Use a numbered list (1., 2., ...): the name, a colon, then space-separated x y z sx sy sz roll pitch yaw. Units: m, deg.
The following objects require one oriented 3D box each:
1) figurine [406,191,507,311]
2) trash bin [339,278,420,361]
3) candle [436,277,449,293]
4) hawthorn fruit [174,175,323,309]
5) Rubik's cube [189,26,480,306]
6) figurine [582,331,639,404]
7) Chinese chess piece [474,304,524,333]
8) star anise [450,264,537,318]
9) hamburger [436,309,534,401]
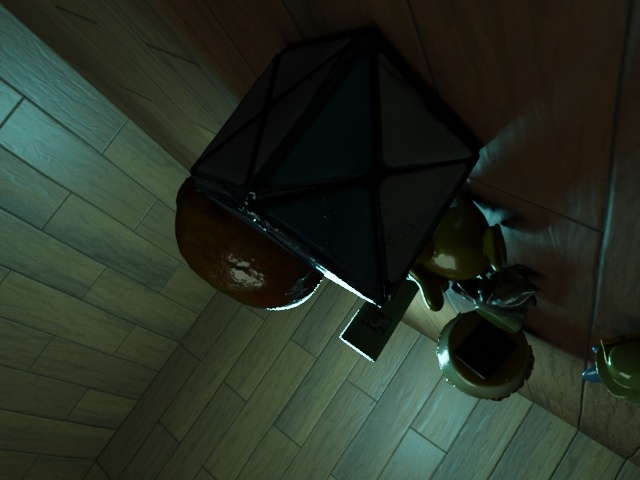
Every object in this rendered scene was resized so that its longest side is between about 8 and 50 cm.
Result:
1. figurine: 0.234 0.016 1.094 0.215 0.228 0.215 44 -157 -24
2. trash bin: 0.231 0.275 2.131 0.158 0.343 0.223 32 172 11
3. candle: 0.348 0.114 1.770 0.130 0.052 0.052 39 171 -20
4. hawthorn fruit: -0.172 -0.053 1.517 0.471 0.472 0.472 34 172 6
5. Rubik's cube: 0.017 -0.112 0.909 0.307 0.305 0.310 39 171 -29
6. figurine: 0.645 0.273 1.148 0.180 0.154 0.262 17 159 31
7. Chinese chess piece: 0.516 0.208 1.613 0.144 0.058 0.144 36 173 5
8. star anise: 0.418 0.117 1.343 0.198 0.111 0.257 14 171 24
9. hamburger: 0.505 0.353 1.735 0.294 0.276 0.179 37 162 17
